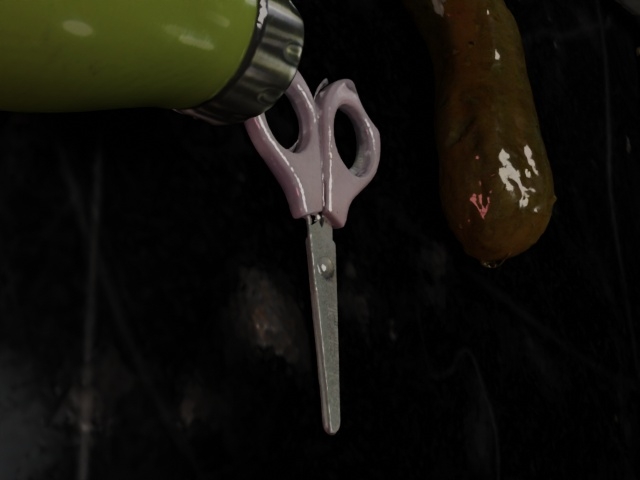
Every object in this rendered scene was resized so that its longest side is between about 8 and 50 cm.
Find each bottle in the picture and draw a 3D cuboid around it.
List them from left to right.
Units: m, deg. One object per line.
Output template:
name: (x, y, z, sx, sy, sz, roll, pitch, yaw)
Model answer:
bottle: (-0.112, -0.100, 0.341, 0.260, 0.112, 0.112, 13, 65, -48)

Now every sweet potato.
sweet potato: (0.088, -0.099, 0.630, 0.081, 0.062, 0.233, -2, 73, -50)

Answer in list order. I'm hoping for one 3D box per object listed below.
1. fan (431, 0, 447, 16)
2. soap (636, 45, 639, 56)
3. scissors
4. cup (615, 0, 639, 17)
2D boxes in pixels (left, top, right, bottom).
fan: (-0.024, -0.292, 0.484, 0.233, 0.012, 0.415, 82, -13, -80)
soap: (0.373, -0.096, 0.993, 0.252, 0.037, 0.092, 28, 55, -41)
scissors: (0.000, 0.000, 0.516, 0.100, 0.015, 0.189, 16, 65, -45)
cup: (0.376, -0.280, 0.961, 0.301, 0.227, 0.257, -37, 111, -21)
